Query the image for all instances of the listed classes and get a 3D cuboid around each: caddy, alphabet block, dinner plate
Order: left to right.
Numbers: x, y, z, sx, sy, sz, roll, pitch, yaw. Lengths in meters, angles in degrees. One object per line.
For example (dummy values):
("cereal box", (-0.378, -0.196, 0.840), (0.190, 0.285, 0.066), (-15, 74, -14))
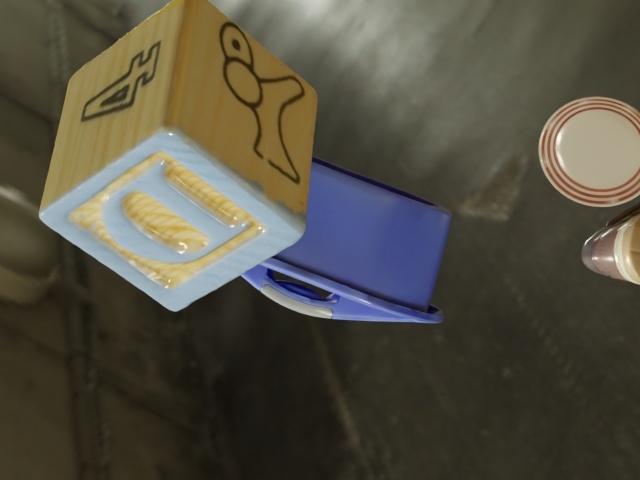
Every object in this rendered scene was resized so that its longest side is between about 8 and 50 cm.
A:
("alphabet block", (-0.133, -0.085, 1.571), (0.193, 0.192, 0.197), (-28, 38, 32))
("caddy", (0.000, 0.000, 1.925), (0.241, 0.341, 0.179), (-25, -44, -85))
("dinner plate", (0.327, -0.106, 1.894), (0.141, 0.141, 0.017), (-45, 8, 32))

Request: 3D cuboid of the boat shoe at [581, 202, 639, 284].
("boat shoe", (0.391, -0.014, 1.722), (0.092, 0.285, 0.103), (5, 107, 48))
